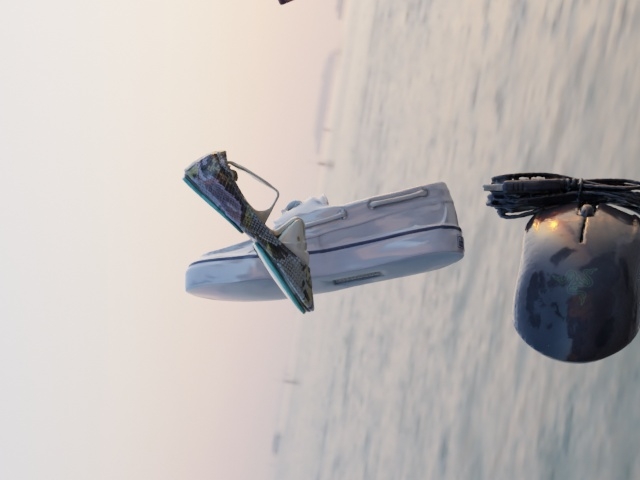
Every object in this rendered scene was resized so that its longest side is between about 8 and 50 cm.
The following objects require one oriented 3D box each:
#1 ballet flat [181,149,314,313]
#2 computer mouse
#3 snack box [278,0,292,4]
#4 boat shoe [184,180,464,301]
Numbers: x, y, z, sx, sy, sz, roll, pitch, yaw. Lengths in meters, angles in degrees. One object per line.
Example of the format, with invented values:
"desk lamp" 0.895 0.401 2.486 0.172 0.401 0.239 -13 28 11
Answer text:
"ballet flat" -0.032 -0.009 0.664 0.041 0.114 0.041 -41 3 3
"computer mouse" 0.245 0.005 1.082 0.272 0.189 0.072 -74 -18 -50
"snack box" 0.009 -0.306 0.829 0.070 0.175 0.207 -90 -23 -69
"boat shoe" 0.000 0.000 1.035 0.095 0.258 0.084 85 177 -74
